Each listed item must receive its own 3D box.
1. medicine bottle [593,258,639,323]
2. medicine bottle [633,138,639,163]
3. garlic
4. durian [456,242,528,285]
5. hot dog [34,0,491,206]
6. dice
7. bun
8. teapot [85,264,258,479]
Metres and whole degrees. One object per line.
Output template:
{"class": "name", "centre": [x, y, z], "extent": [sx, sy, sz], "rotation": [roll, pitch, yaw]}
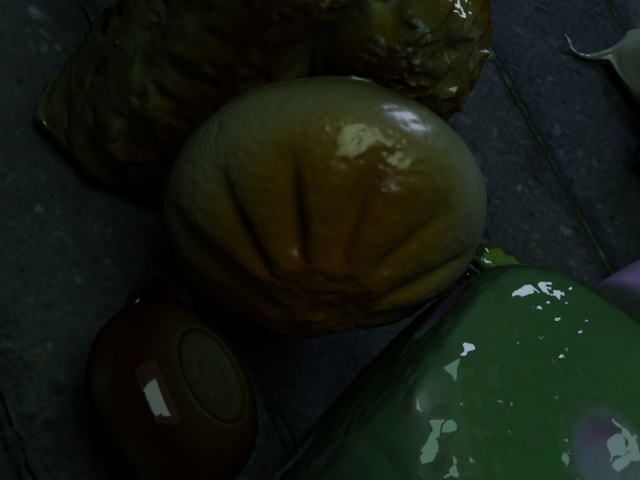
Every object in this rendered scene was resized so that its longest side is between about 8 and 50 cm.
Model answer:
{"class": "medicine bottle", "centre": [0.433, 0.071, 1.328], "extent": [0.254, 0.152, 0.152], "rotation": [-23, 79, -33]}
{"class": "medicine bottle", "centre": [0.506, -0.091, 1.430], "extent": [0.258, 0.124, 0.079], "rotation": [43, 18, 21]}
{"class": "garlic", "centre": [0.466, -0.231, 1.539], "extent": [0.266, 0.128, 0.148], "rotation": [39, 43, 7]}
{"class": "durian", "centre": [0.274, 0.139, 1.194], "extent": [0.158, 0.169, 0.352], "rotation": [-33, 72, -25]}
{"class": "hot dog", "centre": [-0.035, -0.179, 1.073], "extent": [0.367, 0.365, 0.196], "rotation": [16, 57, -23]}
{"class": "dice", "centre": [0.148, 0.240, 0.992], "extent": [0.322, 0.330, 0.318], "rotation": [45, 50, -1]}
{"class": "bun", "centre": [0.000, 0.000, 1.030], "extent": [0.299, 0.299, 0.165], "rotation": [18, 53, -19]}
{"class": "teapot", "centre": [-0.148, 0.129, 1.020], "extent": [0.178, 0.135, 0.252], "rotation": [44, 25, -44]}
